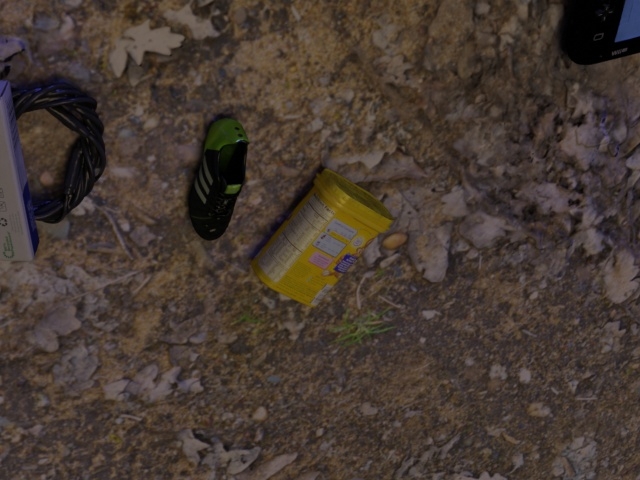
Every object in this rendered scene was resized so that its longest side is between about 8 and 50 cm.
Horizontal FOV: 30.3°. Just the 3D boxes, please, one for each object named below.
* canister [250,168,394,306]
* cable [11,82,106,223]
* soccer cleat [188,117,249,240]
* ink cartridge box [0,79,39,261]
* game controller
[{"bbox_3d":[0.000,0.000,1.615,0.126,0.073,0.170,28,109,-40],"label":"canister"},{"bbox_3d":[-0.325,-0.101,1.388,0.150,0.047,0.184,-20,128,-21],"label":"cable"},{"bbox_3d":[-0.127,-0.068,1.494,0.060,0.072,0.179,-4,125,-26],"label":"soccer cleat"},{"bbox_3d":[-0.441,-0.074,1.317,0.224,0.045,0.223,0,127,0],"label":"ink cartridge box"},{"bbox_3d":[0.481,-0.338,1.627,0.319,0.067,0.166,-15,129,-17],"label":"game controller"}]
